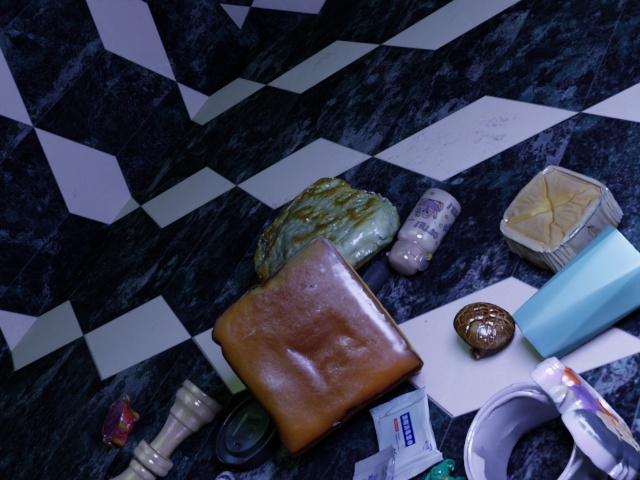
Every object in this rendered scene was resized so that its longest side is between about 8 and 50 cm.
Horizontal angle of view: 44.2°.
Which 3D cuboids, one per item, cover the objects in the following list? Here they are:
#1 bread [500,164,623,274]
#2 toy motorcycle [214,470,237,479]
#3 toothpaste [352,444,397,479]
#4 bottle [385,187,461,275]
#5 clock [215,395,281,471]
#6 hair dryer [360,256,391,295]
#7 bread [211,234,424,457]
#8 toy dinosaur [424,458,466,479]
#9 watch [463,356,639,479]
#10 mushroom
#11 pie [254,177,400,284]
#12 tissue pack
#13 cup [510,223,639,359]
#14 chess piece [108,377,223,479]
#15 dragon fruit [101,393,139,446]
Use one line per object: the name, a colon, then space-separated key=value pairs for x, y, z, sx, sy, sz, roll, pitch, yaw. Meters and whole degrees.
bread: x=0.468 y=-0.035 z=1.541 sx=0.192 sy=0.110 sz=0.210 roll=-51 pitch=29 yaw=-4
toy motorcycle: x=-0.155 y=0.556 z=1.507 sx=0.260 sy=0.110 sz=0.171 roll=18 pitch=79 yaw=50
toothpaste: x=0.074 y=0.486 z=1.343 sx=0.099 sy=0.068 sz=0.282 roll=-10 pitch=41 yaw=23
bottle: x=0.239 y=-0.013 z=1.807 sx=0.110 sy=0.097 sz=0.209 roll=16 pitch=62 yaw=38
clock: x=-0.148 y=0.421 z=1.735 sx=0.184 sy=0.040 sz=0.184 roll=-30 pitch=30 yaw=19
hair dryer: x=0.082 y=0.147 z=1.787 sx=0.189 sy=0.107 sz=0.352 roll=8 pitch=49 yaw=52
bread: x=-0.010 y=0.212 z=1.579 sx=0.324 sy=0.333 sz=0.143 roll=-40 pitch=-14 yaw=7
toy dinosaur: x=0.197 y=0.421 z=1.306 sx=0.132 sy=0.059 sz=0.096 roll=-44 pitch=19 yaw=-23
watch: x=0.329 y=0.312 z=1.160 sx=0.231 sy=0.196 sz=0.244 roll=-43 pitch=31 yaw=12
mushroom: x=0.307 y=0.162 z=1.488 sx=0.109 sy=0.085 sz=0.126 roll=-45 pitch=34 yaw=-7
pie: x=-0.003 y=0.014 z=1.948 sx=0.395 sy=0.180 sz=0.418 roll=-45 pitch=21 yaw=-2
tissue pack: x=0.157 y=0.360 z=1.459 sx=0.123 sy=0.026 sz=0.193 roll=-32 pitch=30 yaw=15
cup: x=0.451 y=0.098 z=1.352 sx=0.236 sy=0.148 sz=0.134 roll=-40 pitch=25 yaw=11
chess piece: x=-0.397 y=0.512 z=1.848 sx=0.397 sy=0.117 sz=0.117 roll=-50 pitch=30 yaw=-13
dragon fruit: x=-0.527 y=0.485 z=2.092 sx=0.112 sy=0.068 sz=0.126 roll=-31 pitch=41 yaw=40
